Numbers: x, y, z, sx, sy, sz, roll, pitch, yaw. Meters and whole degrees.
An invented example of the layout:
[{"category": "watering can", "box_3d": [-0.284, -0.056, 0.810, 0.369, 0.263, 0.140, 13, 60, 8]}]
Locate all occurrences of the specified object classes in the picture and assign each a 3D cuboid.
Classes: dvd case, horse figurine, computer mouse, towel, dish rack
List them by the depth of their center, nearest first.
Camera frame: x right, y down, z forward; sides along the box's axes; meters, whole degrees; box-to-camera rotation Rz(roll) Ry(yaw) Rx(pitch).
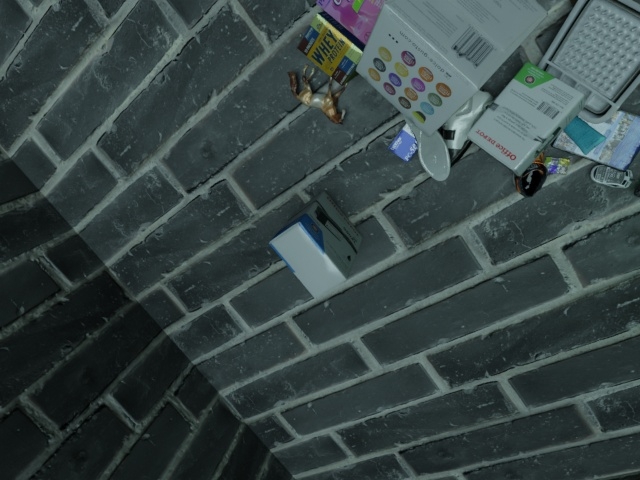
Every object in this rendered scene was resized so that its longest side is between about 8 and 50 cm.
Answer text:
[{"category": "dish rack", "box_3d": [0.845, -0.555, 1.295, 0.285, 0.072, 0.332, 49, 152, 23]}, {"category": "dvd case", "box_3d": [0.958, -0.360, 1.462, 0.253, 0.022, 0.180, 25, 120, 14]}, {"category": "computer mouse", "box_3d": [1.049, -0.221, 1.504, 0.193, 0.042, 0.105, 16, 96, 14]}, {"category": "towel", "box_3d": [0.858, -0.272, 1.561, 0.083, 0.009, 0.060, 11, 118, 12]}, {"category": "horse figurine", "box_3d": [-0.009, -0.568, 1.656, 0.264, 0.066, 0.174, 19, 113, 5]}]

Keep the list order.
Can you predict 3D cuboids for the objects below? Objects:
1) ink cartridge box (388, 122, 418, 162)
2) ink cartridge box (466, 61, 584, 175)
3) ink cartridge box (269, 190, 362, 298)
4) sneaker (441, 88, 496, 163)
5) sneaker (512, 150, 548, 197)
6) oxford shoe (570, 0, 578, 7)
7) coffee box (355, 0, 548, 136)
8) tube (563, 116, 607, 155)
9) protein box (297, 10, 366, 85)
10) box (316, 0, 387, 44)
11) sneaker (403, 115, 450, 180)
[{"category": "ink cartridge box", "box_3d": [0.358, -0.409, 1.629, 0.097, 0.046, 0.207, 36, 119, -2]}, {"category": "ink cartridge box", "box_3d": [0.660, -0.388, 1.399, 0.211, 0.122, 0.289, 48, 110, 25]}, {"category": "ink cartridge box", "box_3d": [0.000, 0.000, 1.739, 0.166, 0.395, 0.285, -34, 101, 25]}, {"category": "sneaker", "box_3d": [0.493, -0.400, 1.564, 0.146, 0.122, 0.330, 37, 119, 14]}, {"category": "sneaker", "box_3d": [0.740, -0.300, 1.487, 0.125, 0.180, 0.320, -3, 114, 18]}, {"category": "oxford shoe", "box_3d": [0.841, -0.676, 1.345, 0.096, 0.083, 0.227, -11, 115, 46]}, {"category": "coffee box", "box_3d": [0.369, -0.590, 1.295, 0.338, 0.334, 0.338, 43, 78, -1]}, {"category": "tube", "box_3d": [0.862, -0.385, 1.457, 0.207, 0.052, 0.080, 41, 127, -2]}, {"category": "protein box", "box_3d": [0.066, -0.676, 1.494, 0.201, 0.199, 0.136, 39, 128, -3]}, {"category": "box", "box_3d": [0.148, -0.789, 1.371, 0.243, 0.117, 0.213, 39, 143, -6]}, {"category": "sneaker", "box_3d": [0.396, -0.355, 1.517, 0.105, 0.147, 0.295, -25, 88, 33]}]
